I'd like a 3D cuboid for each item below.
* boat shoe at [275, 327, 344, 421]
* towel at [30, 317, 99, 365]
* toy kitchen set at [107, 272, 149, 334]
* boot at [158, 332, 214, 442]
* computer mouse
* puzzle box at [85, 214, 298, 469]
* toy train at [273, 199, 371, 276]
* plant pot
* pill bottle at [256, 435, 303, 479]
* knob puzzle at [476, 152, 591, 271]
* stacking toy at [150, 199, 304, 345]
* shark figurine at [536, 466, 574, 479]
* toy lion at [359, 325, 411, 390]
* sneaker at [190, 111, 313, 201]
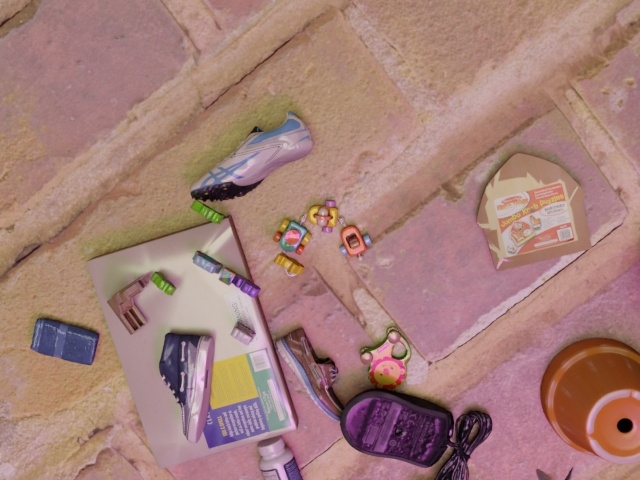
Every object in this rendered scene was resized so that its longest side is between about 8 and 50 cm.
[{"bbox_3d":[-0.004,0.239,1.722,0.066,0.066,0.183,-36,96,6],"label":"boat shoe"},{"bbox_3d":[-0.464,0.184,1.753,0.119,0.029,0.067,15,99,1],"label":"towel"},{"bbox_3d":[-0.310,0.107,1.666,0.068,0.083,0.075,-38,97,-34],"label":"toy kitchen set"},{"bbox_3d":[-0.240,0.256,1.689,0.086,0.069,0.190,7,91,9],"label":"boot"},{"bbox_3d":[0.155,0.347,1.736,0.272,0.072,0.189,24,97,-14],"label":"computer mouse"},{"bbox_3d":[-0.227,0.186,1.732,0.272,0.052,0.409,-16,98,4],"label":"puzzle box"},{"bbox_3d":[0.000,0.000,1.695,0.166,0.046,0.125,-20,97,5],"label":"toy train"},{"bbox_3d":[0.495,0.289,1.646,0.205,0.188,0.205,0,99,3],"label":"plant pot"},{"bbox_3d":[-0.073,0.420,1.753,0.067,0.067,0.120,-19,98,5],"label":"pill bottle"},{"bbox_3d":[0.365,-0.059,1.678,0.213,0.030,0.213,0,99,3],"label":"knob puzzle"},{"bbox_3d":[-0.163,0.056,1.660,0.221,0.052,0.167,32,97,-1],"label":"stacking toy"},{"bbox_3d":[0.319,0.491,1.673,0.278,0.116,0.166,-10,69,-6],"label":"shark figurine"},{"bbox_3d":[0.124,0.219,1.734,0.100,0.034,0.096,-39,102,7],"label":"toy lion"},{"bbox_3d":[-0.124,-0.140,1.670,0.237,0.085,0.086,-28,70,10],"label":"sneaker"}]
